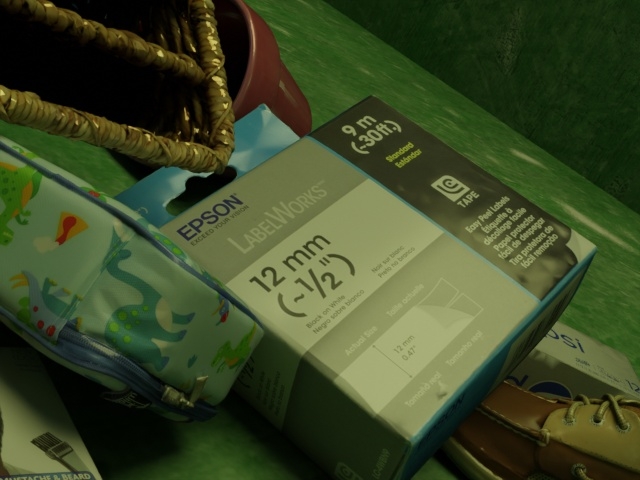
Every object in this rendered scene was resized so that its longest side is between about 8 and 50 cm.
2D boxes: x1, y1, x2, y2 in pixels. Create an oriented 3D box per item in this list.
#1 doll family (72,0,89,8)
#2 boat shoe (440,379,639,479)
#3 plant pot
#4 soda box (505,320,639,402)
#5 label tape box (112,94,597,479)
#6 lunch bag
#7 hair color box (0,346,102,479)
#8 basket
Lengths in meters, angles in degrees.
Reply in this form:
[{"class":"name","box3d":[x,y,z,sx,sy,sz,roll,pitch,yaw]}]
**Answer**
[{"class":"doll family","box3d":[-0.301,-0.410,1.387,0.263,0.118,0.163,19,22,-25]},{"class":"boat shoe","box3d":[0.230,0.180,0.706,0.324,0.120,0.122,34,20,11]},{"class":"plant pot","box3d":[-0.108,-0.152,0.963,0.201,0.201,0.180,43,8,31]},{"class":"soda box","box3d":[0.164,0.108,0.829,0.286,0.091,0.098,26,22,-10]},{"class":"label tape box","box3d":[0.000,0.000,0.688,0.348,0.115,0.249,39,52,19]},{"class":"lunch bag","box3d":[-0.147,0.022,0.524,0.219,0.090,0.176,29,-11,18]},{"class":"hair color box","box3d":[-0.160,0.122,0.418,0.093,0.053,0.167,8,27,-45]},{"class":"basket","box3d":[-0.190,-0.184,0.582,0.223,0.213,0.299,19,3,31]}]
